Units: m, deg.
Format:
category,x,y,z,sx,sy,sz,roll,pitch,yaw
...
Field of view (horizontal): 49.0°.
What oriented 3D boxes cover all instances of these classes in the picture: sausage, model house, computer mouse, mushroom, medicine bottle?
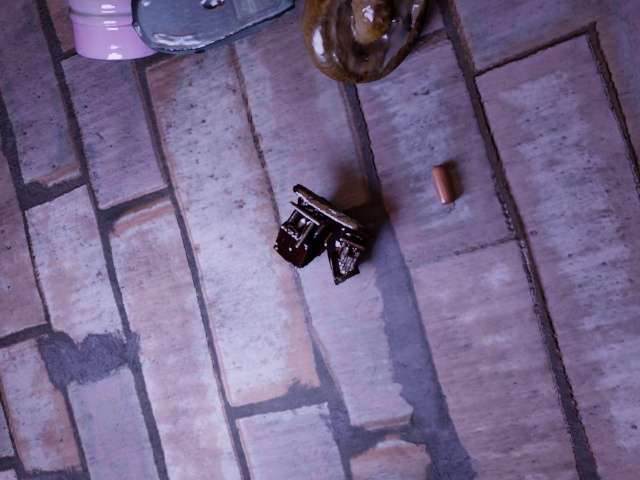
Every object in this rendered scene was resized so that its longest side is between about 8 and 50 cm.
category,x,y,z,sx,sy,sz,roll,pitch,yaw
sausage,0.248,-0.113,1.419,0.034,0.034,0.083,-18,84,24
model house,0.002,0.002,1.481,0.203,0.141,0.164,34,95,17
computer mouse,-0.230,-0.529,1.544,0.373,0.114,0.203,-13,114,5
mushroom,0.087,-0.452,1.357,0.263,0.283,0.195,-14,68,-12
medicine bottle,-0.474,-0.585,1.579,0.202,0.202,0.316,14,121,23
